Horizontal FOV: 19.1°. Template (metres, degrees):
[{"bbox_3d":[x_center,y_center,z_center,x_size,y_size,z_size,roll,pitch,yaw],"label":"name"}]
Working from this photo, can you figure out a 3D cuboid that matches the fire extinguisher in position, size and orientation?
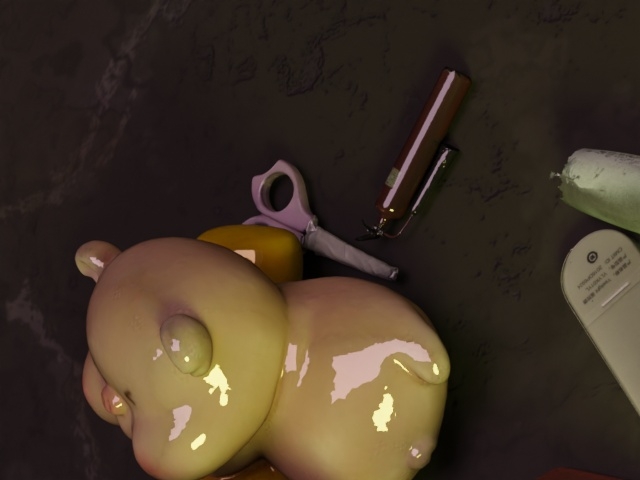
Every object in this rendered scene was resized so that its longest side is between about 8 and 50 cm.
[{"bbox_3d":[0.090,-0.068,1.678,0.049,0.035,0.173,28,95,4],"label":"fire extinguisher"}]

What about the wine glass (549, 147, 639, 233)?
[{"bbox_3d":[0.292,-0.023,1.462,0.262,0.074,0.074,19,88,43],"label":"wine glass"}]

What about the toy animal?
[{"bbox_3d":[-0.082,0.130,1.608,0.345,0.247,0.277,29,98,41],"label":"toy animal"}]

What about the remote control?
[{"bbox_3d":[0.263,0.089,1.480,0.077,0.022,0.245,-43,52,19],"label":"remote control"}]

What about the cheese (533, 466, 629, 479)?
[{"bbox_3d":[0.176,0.294,1.432,0.128,0.203,0.177,7,111,38],"label":"cheese"}]

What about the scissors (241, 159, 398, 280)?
[{"bbox_3d":[0.000,0.000,1.734,0.212,0.021,0.110,24,98,42],"label":"scissors"}]
